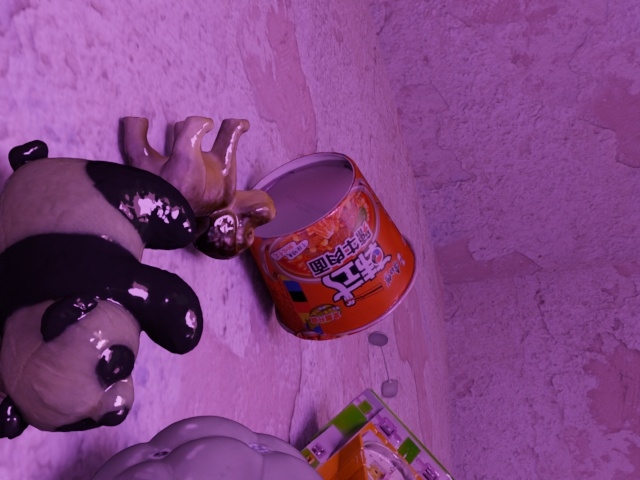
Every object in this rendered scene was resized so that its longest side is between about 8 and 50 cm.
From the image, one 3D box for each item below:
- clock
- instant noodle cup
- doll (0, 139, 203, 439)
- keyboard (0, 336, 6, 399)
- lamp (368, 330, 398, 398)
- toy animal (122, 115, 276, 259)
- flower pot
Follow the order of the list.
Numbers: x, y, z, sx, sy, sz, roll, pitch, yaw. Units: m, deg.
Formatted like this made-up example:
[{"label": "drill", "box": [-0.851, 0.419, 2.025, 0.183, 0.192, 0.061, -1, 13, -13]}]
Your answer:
[{"label": "clock", "box": [0.068, 0.396, 1.136, 0.235, 0.166, 0.309, 46, 21, 13]}, {"label": "instant noodle cup", "box": [0.000, 0.000, 1.094, 0.250, 0.250, 0.192, -80, 148, -48]}, {"label": "doll", "box": [-0.180, 0.037, 0.544, 0.135, 0.143, 0.234, 25, 42, -45]}, {"label": "keyboard", "box": [-0.255, 0.069, 0.513, 0.166, 0.017, 0.055, 60, 31, -55]}, {"label": "lamp", "box": [0.164, 0.318, 1.849, 0.056, 0.050, 0.198, -74, 152, -53]}, {"label": "toy animal", "box": [-0.137, -0.066, 0.840, 0.233, 0.121, 0.168, 18, 76, -70]}, {"label": "flower pot", "box": [-0.095, 0.269, 0.586, 0.195, 0.246, 0.246, 34, 49, -63]}]
